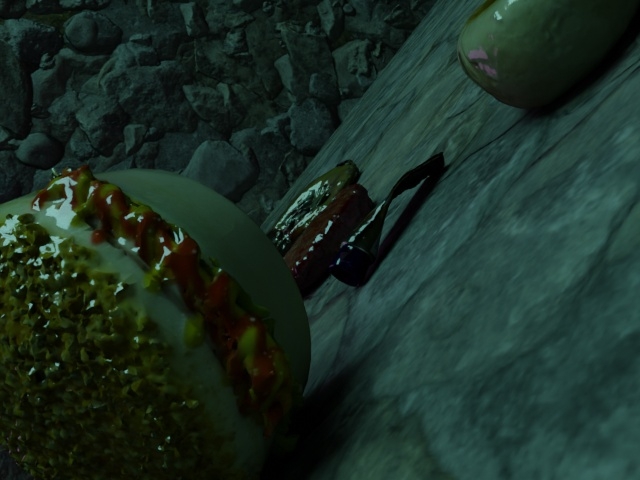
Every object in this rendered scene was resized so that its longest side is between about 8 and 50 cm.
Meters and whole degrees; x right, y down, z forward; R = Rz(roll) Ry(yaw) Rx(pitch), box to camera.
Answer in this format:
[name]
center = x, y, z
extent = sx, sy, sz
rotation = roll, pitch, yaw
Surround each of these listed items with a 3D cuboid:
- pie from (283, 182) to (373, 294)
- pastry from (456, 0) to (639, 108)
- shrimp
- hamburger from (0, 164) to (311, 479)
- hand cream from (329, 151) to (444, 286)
[pie]
center = 0.000, 0.000, 0.871
extent = 0.182, 0.049, 0.182
rotation = -48, 7, 8
[pastry]
center = 0.180, -0.176, 0.529
extent = 0.156, 0.092, 0.156
rotation = -48, 11, 13
[shrimp]
center = -0.020, -0.046, 1.205
extent = 0.253, 0.058, 0.173
rotation = -50, 16, -6
[hamburger]
center = -0.146, 0.084, 0.490
extent = 0.294, 0.276, 0.179
rotation = -50, -5, 39
[hand cream]
center = 0.066, -0.025, 0.665
extent = 0.163, 0.039, 0.062
rotation = -52, -8, -25
